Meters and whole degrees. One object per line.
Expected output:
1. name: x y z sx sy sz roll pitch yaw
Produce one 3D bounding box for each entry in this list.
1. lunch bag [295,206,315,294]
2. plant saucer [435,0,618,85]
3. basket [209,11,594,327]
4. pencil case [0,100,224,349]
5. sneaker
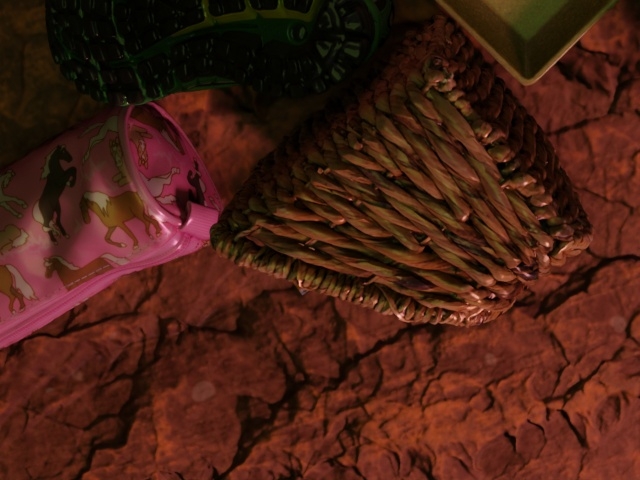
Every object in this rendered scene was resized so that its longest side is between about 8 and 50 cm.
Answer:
1. lunch bag: 0.000 0.000 1.090 0.083 0.053 0.071 -33 98 27
2. plant saucer: 0.180 -0.264 0.975 0.188 0.045 0.188 43 110 -6
3. basket: 0.077 -0.029 0.937 0.223 0.299 0.213 -38 100 16
4. pencil case: -0.281 0.012 1.084 0.386 0.160 0.167 -30 101 16
5. sneaker: -0.096 -0.189 1.005 0.343 0.146 0.134 10 110 23
